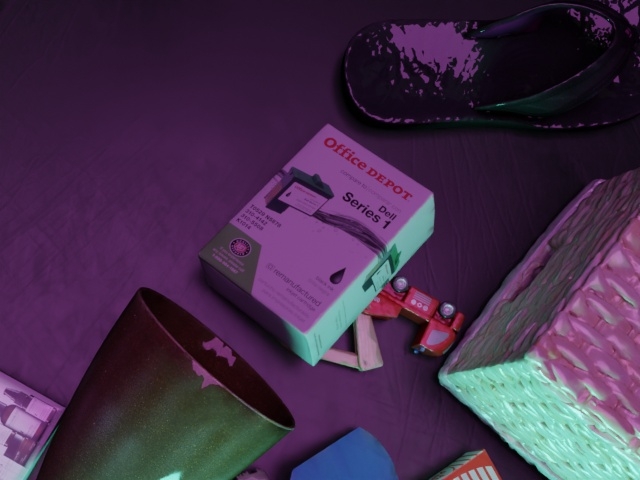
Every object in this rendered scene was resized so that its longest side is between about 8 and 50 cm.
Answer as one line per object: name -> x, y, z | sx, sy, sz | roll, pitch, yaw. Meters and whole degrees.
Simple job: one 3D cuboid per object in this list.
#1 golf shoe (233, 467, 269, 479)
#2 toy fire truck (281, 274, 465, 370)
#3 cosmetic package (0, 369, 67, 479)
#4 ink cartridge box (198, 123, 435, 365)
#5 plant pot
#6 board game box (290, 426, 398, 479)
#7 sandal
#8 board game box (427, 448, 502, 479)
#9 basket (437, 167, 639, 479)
golf shoe -> -0.104, 0.316, 1.144 | 0.086, 0.069, 0.176 | 40, 52, 19
toy fire truck -> 0.056, 0.099, 1.242 | 0.192, 0.047, 0.135 | 29, 77, -4
cosmetic package -> -0.371, 0.257, 1.137 | 0.099, 0.060, 0.239 | 30, 77, -3
ink cartridge box -> 0.000, 0.000, 1.193 | 0.160, 0.092, 0.219 | 35, 70, 21
plant pot -> -0.182, 0.204, 1.120 | 0.215, 0.215, 0.230 | 42, 91, -1
board game box -> 0.020, 0.291, 1.195 | 0.169, 0.033, 0.133 | -24, 95, -43
sandal -> 0.250, -0.211, 1.295 | 0.446, 0.107, 0.167 | -9, 83, -11
board game box -> 0.167, 0.354, 1.207 | 0.147, 0.045, 0.193 | -29, 87, -25
basket -> 0.373, 0.128, 1.183 | 0.331, 0.266, 0.328 | 42, 76, -3
